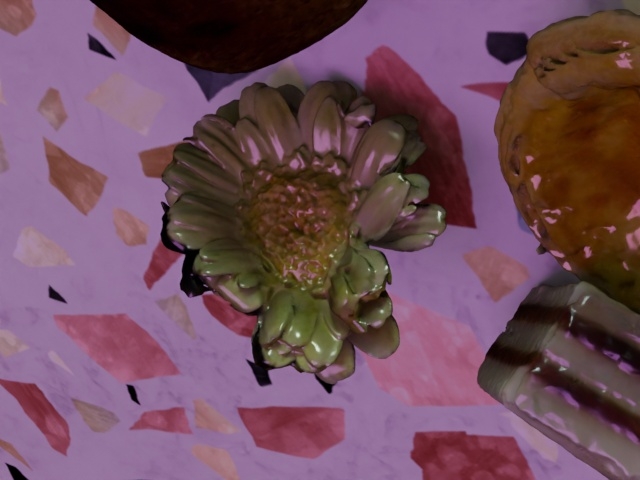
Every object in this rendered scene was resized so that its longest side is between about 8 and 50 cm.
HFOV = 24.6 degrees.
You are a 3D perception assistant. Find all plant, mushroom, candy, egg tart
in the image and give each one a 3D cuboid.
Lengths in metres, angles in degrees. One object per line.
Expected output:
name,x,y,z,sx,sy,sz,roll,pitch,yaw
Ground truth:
plant,-0.038,-0.012,1.476,0.261,0.305,0.297,12,167,-12
mushroom,-0.093,-0.306,1.308,0.331,0.356,0.334,39,99,1
candy,0.258,0.136,1.370,0.179,0.135,0.320,34,178,1
egg tart,0.328,-0.056,1.221,0.388,0.169,0.388,31,155,17
